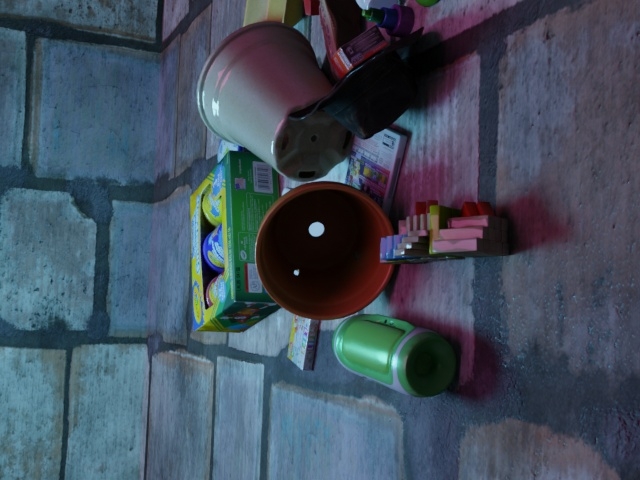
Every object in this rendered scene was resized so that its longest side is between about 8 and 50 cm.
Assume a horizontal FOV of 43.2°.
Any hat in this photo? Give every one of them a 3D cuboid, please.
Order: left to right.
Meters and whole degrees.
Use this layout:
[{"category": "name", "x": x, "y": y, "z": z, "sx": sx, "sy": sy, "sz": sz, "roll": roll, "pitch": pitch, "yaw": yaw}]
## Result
[{"category": "hat", "x": 0.100, "y": -0.286, "z": 1.628, "sx": 0.134, "sy": 0.331, "sz": 0.331, "roll": 56, "pitch": 156, "yaw": -10}]

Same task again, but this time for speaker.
[{"category": "speaker", "x": 0.134, "y": 0.216, "z": 1.559, "sx": 0.296, "sy": 0.131, "sz": 0.131, "roll": -174, "pitch": 89, "yaw": -65}]

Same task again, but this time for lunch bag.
[{"category": "lunch bag", "x": -0.265, "y": -0.267, "z": 2.513, "sx": 0.151, "sy": 0.096, "sz": 0.129, "roll": 127, "pitch": 141, "yaw": -64}]

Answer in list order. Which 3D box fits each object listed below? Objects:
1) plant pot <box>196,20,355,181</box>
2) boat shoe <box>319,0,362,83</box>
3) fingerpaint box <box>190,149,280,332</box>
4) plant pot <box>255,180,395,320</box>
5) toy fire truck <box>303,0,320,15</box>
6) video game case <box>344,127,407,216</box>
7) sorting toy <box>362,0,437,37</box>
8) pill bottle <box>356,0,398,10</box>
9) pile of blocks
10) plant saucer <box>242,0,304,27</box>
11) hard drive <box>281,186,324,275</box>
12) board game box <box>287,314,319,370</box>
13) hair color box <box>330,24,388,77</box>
[{"category": "plant pot", "x": -0.082, "y": -0.307, "z": 1.923, "sx": 0.305, "sy": 0.333, "sz": 0.334, "roll": 49, "pitch": 130, "yaw": 43}, {"category": "boat shoe", "x": 0.041, "y": -0.513, "z": 1.895, "sx": 0.089, "sy": 0.104, "sz": 0.286, "roll": 153, "pitch": 115, "yaw": -64}, {"category": "fingerpaint box", "x": -0.255, "y": 0.015, "z": 2.366, "sx": 0.371, "sy": 0.163, "sz": 0.445, "roll": 145, "pitch": 125, "yaw": -58}, {"category": "plant pot", "x": 0.000, "y": 0.000, "z": 1.730, "sx": 0.203, "sy": 0.290, "sz": 0.291, "roll": -114, "pitch": 35, "yaw": -72}, {"category": "toy fire truck", "x": 0.011, "y": -0.659, "z": 2.016, "sx": 0.135, "sy": 0.047, "sz": 0.192, "roll": 29, "pitch": 125, "yaw": 54}, {"category": "video game case", "x": 0.117, "y": -0.163, "z": 1.776, "sx": 0.201, "sy": 0.023, "sz": 0.184, "roll": 40, "pitch": 122, "yaw": 59}, {"category": "sorting toy", "x": 0.185, "y": -0.550, "z": 1.574, "sx": 0.365, "sy": 0.126, "sz": 0.127, "roll": -54, "pitch": 40, "yaw": 47}, {"category": "pill bottle", "x": 0.112, "y": -0.560, "z": 1.763, "sx": 0.094, "sy": 0.094, "sz": 0.169, "roll": 119, "pitch": 146, "yaw": -42}, {"category": "pile of blocks", "x": 0.190, "y": -0.023, "z": 1.451, "sx": 0.362, "sy": 0.148, "sz": 0.113, "roll": 169, "pitch": 104, "yaw": -64}, {"category": "plant saucer", "x": -0.111, "y": -0.749, "z": 2.283, "sx": 0.333, "sy": 0.080, "sz": 0.333, "roll": -150, "pitch": 66, "yaw": -62}, {"category": "hard drive", "x": -0.026, "y": 0.005, "z": 2.020, "sx": 0.353, "sy": 0.047, "sz": 0.233, "roll": -155, "pitch": 71, "yaw": -64}, {"category": "board game box", "x": -0.043, "y": 0.238, "z": 2.042, "sx": 0.103, "sy": 0.026, "sz": 0.154, "roll": 26, "pitch": 109, "yaw": 63}, {"category": "hair color box", "x": 0.081, "y": -0.406, "z": 1.745, "sx": 0.053, "sy": 0.093, "sz": 0.167, "roll": 57, "pitch": 177, "yaw": -6}]
